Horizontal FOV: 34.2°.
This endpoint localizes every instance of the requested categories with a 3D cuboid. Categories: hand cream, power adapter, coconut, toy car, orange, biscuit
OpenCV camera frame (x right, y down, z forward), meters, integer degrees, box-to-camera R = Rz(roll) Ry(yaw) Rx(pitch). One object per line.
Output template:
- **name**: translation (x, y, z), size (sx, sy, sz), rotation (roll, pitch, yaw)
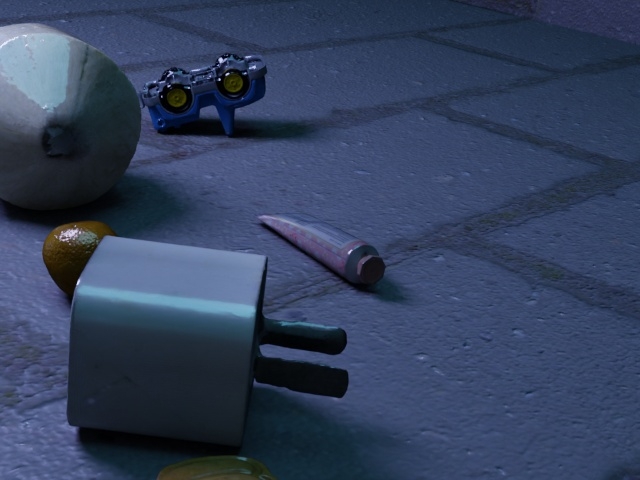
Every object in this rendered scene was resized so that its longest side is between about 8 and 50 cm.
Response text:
- **hand cream**: translation (0.000, 0.000, 1.135), size (0.067, 0.043, 0.209), rotation (-4, 19, -30)
- **power adapter**: translation (-0.079, 0.080, 0.800), size (0.204, 0.125, 0.130), rotation (8, 22, 0)
- **coconut**: translation (-0.310, -0.140, 1.177), size (0.202, 0.202, 0.222), rotation (-4, 23, -25)
- **toy car**: translation (-0.165, -0.204, 1.513), size (0.191, 0.100, 0.097), rotation (-16, 25, -2)
- **orange**: translation (-0.222, 0.016, 0.979), size (0.085, 0.085, 0.085), rotation (6, 22, -2)
- **biscuit**: translation (-0.065, 0.186, 0.683), size (0.118, 0.023, 0.140), rotation (-9, 28, -34)
